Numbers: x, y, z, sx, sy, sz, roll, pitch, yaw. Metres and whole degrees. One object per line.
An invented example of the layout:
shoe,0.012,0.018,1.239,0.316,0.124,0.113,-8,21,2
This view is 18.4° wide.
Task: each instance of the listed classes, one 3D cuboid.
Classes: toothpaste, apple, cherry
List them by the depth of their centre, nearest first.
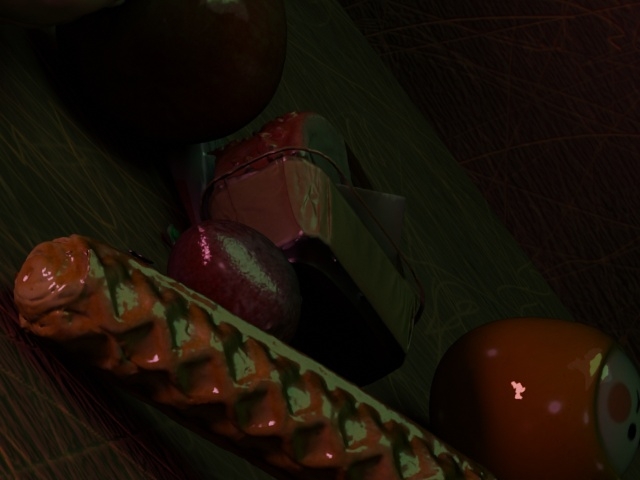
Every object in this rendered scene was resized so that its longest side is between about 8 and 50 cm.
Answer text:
cherry,-0.042,0.065,1.475,0.225,0.090,0.107,54,-1,-39
apple,-0.119,-0.173,1.637,0.174,0.188,0.188,31,22,-46
toothpaste,-0.102,-0.058,1.709,0.089,0.057,0.234,36,27,-49

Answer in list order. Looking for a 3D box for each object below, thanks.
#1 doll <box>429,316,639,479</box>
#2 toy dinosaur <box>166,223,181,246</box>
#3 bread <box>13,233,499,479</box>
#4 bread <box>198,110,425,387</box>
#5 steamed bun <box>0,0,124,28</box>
doll,0.192,0.189,1.810,0.213,0.213,0.236,37,61,-53
toy dinosaur,-0.095,0.018,1.557,0.062,0.021,0.083,44,8,-34
bread,-0.029,0.105,1.228,0.367,0.077,0.084,31,-22,-18
bread,0.000,0.000,1.625,0.224,0.142,0.212,55,20,-34
steamed bun,-0.251,-0.329,1.491,0.346,0.237,0.394,5,73,-42
